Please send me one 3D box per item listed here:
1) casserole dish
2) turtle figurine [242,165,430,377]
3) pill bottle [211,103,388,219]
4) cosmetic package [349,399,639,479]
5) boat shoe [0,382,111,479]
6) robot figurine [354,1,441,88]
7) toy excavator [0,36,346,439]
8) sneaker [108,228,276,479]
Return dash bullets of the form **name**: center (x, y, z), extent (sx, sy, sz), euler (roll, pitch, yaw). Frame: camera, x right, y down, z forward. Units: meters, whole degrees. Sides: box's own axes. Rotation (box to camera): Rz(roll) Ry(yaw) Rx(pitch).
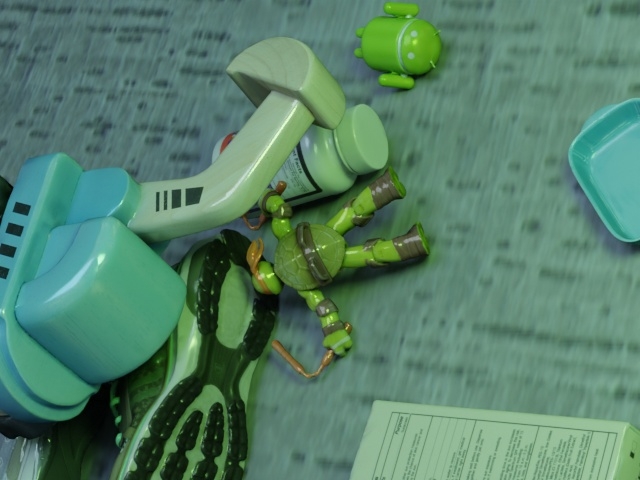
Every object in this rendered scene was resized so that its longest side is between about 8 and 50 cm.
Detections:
- **casserole dish**: center (0.338, -0.069, 2.049), extent (0.114, 0.037, 0.188), euler (-38, 47, 13)
- **turtle figurine**: center (0.000, 0.000, 2.186), extent (0.217, 0.087, 0.269), euler (-27, 71, 11)
- **pill bottle**: center (-0.022, -0.098, 2.287), extent (0.193, 0.108, 0.108), euler (-15, 55, 29)
- **cosmetic package**: center (0.183, 0.255, 1.904), extent (0.296, 0.129, 0.153), euler (3, 67, 38)
- **boat shoe**: center (-0.334, 0.229, 2.320), extent (0.103, 0.118, 0.320), euler (0, 70, 32)
- **robot figurine**: center (0.095, -0.233, 2.310), extent (0.115, 0.067, 0.101), euler (11, 98, 40)
- **toy excavator**: center (-0.206, -0.005, 2.153), extent (0.445, 0.222, 0.433), euler (-6, 54, 31)
- **sneaker**: center (-0.181, 0.188, 2.228), extent (0.182, 0.158, 0.410), euler (-12, 50, 43)
